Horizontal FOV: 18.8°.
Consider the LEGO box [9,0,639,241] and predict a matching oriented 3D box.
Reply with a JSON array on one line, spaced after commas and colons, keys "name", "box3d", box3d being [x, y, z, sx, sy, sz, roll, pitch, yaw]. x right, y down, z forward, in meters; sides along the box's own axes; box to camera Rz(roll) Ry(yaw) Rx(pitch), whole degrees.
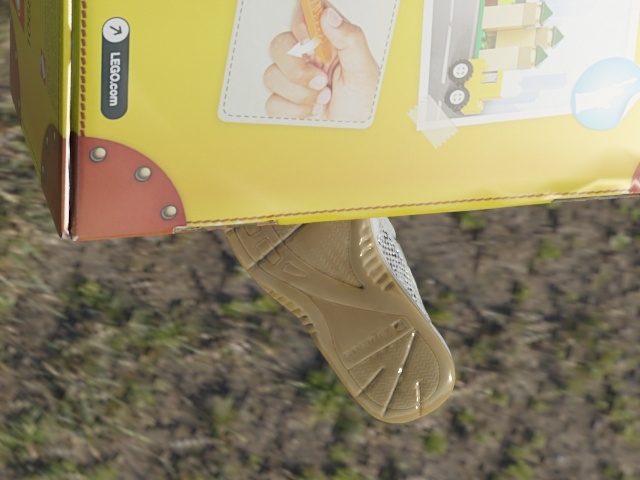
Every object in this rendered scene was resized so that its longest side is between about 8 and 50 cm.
[{"name": "LEGO box", "box3d": [0.042, -0.268, 0.943, 0.372, 0.193, 0.500, -4, 120, -16]}]

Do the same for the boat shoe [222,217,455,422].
[{"name": "boat shoe", "box3d": [0.000, 0.000, 1.343, 0.098, 0.096, 0.277, -26, 113, 8]}]
